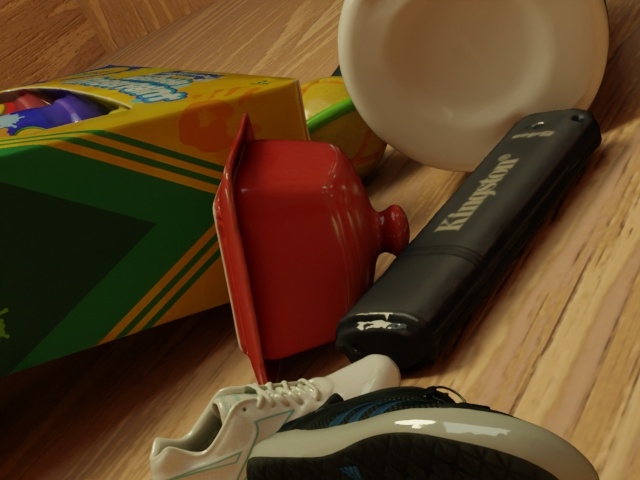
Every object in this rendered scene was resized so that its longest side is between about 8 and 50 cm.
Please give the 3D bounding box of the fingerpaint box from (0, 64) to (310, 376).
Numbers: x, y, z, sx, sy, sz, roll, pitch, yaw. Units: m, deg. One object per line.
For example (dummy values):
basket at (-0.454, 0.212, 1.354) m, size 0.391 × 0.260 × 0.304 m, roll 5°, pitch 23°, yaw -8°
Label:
fingerpaint box at (-0.263, -0.036, 1.025) m, size 0.371 × 0.163 × 0.445 m, roll -17°, pitch 16°, yaw -24°

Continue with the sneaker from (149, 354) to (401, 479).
sneaker at (-0.024, 0.101, 0.661) m, size 0.152 × 0.061 × 0.053 m, roll -32°, pitch 15°, yaw -13°

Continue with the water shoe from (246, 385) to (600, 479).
water shoe at (0.047, 0.092, 0.553) m, size 0.203 × 0.073 × 0.080 m, roll -10°, pitch 24°, yaw 47°

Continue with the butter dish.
butter dish at (0.000, 0.000, 0.797) m, size 0.118 × 0.160 × 0.160 m, roll -8°, pitch 20°, yaw 5°

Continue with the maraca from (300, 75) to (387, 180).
maraca at (0.004, -0.089, 1.101) m, size 0.127 × 0.099 × 0.186 m, roll -24°, pitch -9°, yaw -10°

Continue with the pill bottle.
pill bottle at (0.139, -0.213, 1.042) m, size 0.204 × 0.204 × 0.361 m, roll -23°, pitch 19°, yaw 20°

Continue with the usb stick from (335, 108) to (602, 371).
usb stick at (0.104, -0.008, 0.787) m, size 0.077 × 0.045 × 0.278 m, roll -14°, pitch 23°, yaw 44°

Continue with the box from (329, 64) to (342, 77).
box at (0.070, -0.162, 1.275) m, size 0.159 × 0.044 × 0.233 m, roll -22°, pitch 19°, yaw 24°
